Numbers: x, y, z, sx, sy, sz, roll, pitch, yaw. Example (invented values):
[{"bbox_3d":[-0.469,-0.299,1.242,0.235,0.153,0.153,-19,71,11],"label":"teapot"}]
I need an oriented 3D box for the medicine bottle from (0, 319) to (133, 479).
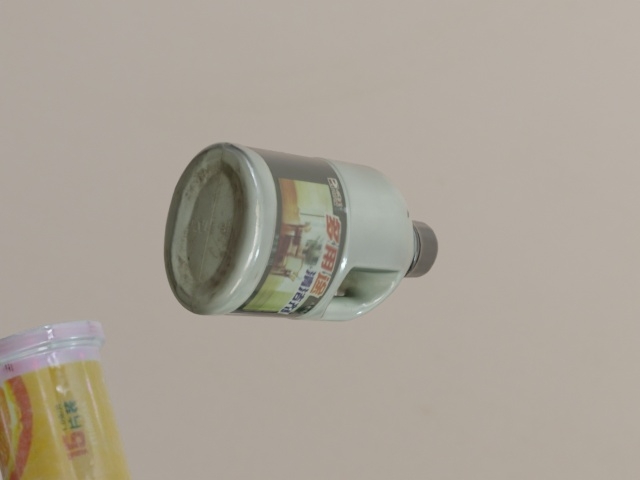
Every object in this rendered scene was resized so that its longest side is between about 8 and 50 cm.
[{"bbox_3d":[-0.152,0.273,1.286,0.108,0.108,0.426,118,-44,-72],"label":"medicine bottle"}]

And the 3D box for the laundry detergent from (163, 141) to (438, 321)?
[{"bbox_3d":[0.000,0.000,1.099,0.226,0.070,0.099,7,89,-56],"label":"laundry detergent"}]
